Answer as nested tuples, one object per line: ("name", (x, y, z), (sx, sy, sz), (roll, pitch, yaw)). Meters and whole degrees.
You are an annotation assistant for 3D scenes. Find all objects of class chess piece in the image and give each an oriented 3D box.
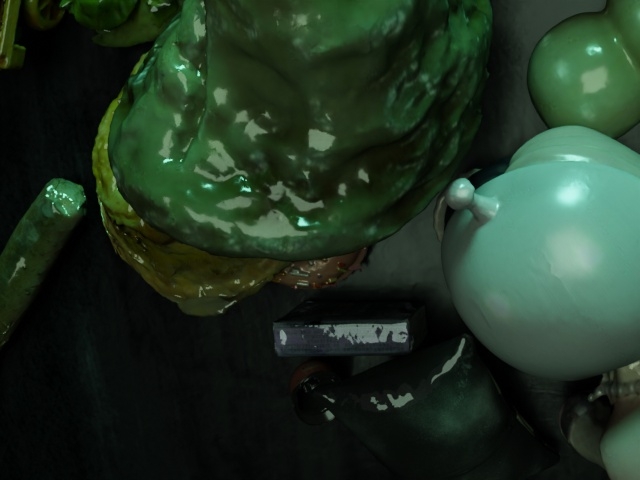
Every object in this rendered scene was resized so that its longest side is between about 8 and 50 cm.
("chess piece", (0.349, -0.213, 0.822), (0.330, 0.182, 0.182), (-31, 88, 24))

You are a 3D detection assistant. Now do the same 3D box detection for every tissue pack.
("tissue pack", (0.035, 0.099, 0.981), (0.156, 0.112, 0.051), (-3, 96, 17))

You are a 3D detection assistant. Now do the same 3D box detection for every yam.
("yam", (-0.399, 0.056, 1.129), (0.071, 0.067, 0.317), (35, 108, -5))

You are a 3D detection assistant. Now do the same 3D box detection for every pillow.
("pillow", (0.129, 0.203, 0.935), (0.186, 0.106, 0.250), (-26, 127, 21))

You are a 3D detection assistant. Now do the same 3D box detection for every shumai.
("shumai", (-0.022, -0.206, 0.717), (0.324, 0.397, 0.323), (23, 147, 21))

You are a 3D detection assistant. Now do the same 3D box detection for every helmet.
("helmet", (-0.009, 0.175, 1.040), (0.065, 0.049, 0.084), (-12, 124, -16))

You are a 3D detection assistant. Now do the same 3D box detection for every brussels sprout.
("brussels sprout", (-0.222, -0.304, 1.014), (0.181, 0.100, 0.139), (-6, 83, 22))

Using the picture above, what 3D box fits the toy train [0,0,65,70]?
("toy train", (-0.400, -0.382, 0.981), (0.163, 0.231, 0.369), (17, 103, 14))

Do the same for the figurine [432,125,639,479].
("figurine", (0.269, 0.063, 0.811), (0.253, 0.211, 0.361), (-32, 88, 24))

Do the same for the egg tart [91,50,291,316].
("egg tart", (-0.142, -0.090, 0.970), (0.341, 0.129, 0.341), (-2, 84, 25))

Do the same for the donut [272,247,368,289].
("donut", (0.000, 0.000, 1.004), (0.117, 0.065, 0.166), (41, 108, 9))
